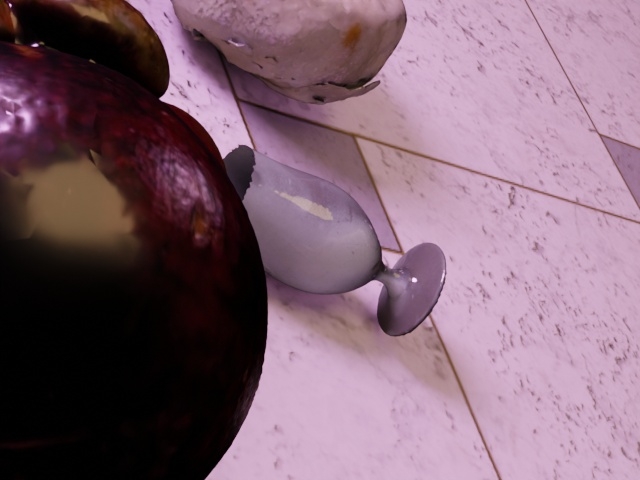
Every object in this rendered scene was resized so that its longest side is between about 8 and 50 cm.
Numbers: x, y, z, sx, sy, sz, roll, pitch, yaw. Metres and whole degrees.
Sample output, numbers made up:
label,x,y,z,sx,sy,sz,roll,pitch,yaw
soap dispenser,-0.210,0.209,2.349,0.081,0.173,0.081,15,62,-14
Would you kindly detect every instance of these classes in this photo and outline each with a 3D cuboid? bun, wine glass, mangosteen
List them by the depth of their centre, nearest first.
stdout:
label,x,y,z,sx,sy,sz,roll,pitch,yaw
mangosteen,-0.172,0.004,0.792,0.307,0.307,0.346,23,61,-33
wine glass,0.000,0.000,1.222,0.202,0.093,0.093,29,35,-26
bun,-0.036,-0.221,1.390,0.239,0.141,0.239,29,29,-19
